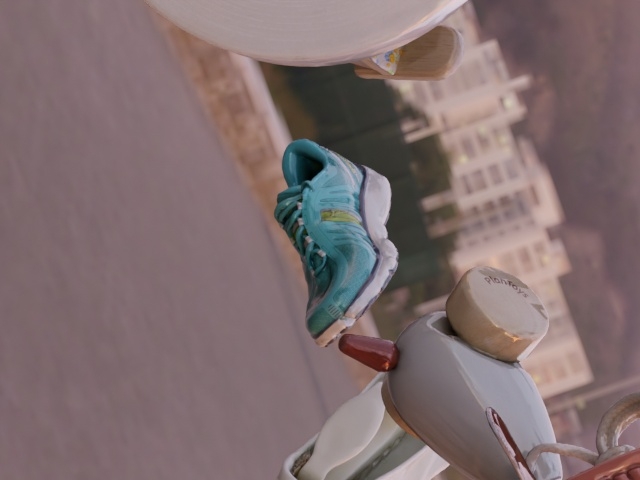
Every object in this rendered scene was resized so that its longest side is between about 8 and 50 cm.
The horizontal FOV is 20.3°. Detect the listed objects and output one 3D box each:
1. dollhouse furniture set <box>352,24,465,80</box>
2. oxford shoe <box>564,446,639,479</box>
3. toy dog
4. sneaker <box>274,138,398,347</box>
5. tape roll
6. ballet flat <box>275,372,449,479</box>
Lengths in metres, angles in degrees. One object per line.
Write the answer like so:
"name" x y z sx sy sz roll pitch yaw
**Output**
"dollhouse furniture set" 0.094 -0.415 1.979 0.362 0.256 0.394 31 72 -48
"oxford shoe" 0.137 0.249 1.148 0.140 0.397 0.146 55 12 9
"toy dog" 0.117 0.161 1.383 0.333 0.161 0.220 45 -57 54
"sneaker" 0.000 0.000 1.683 0.110 0.107 0.275 36 24 -22
"tape roll" -0.013 -0.339 1.470 0.072 0.392 0.392 -11 82 -80
"ballet flat" 0.089 0.180 1.862 0.139 0.400 0.139 28 -41 27
